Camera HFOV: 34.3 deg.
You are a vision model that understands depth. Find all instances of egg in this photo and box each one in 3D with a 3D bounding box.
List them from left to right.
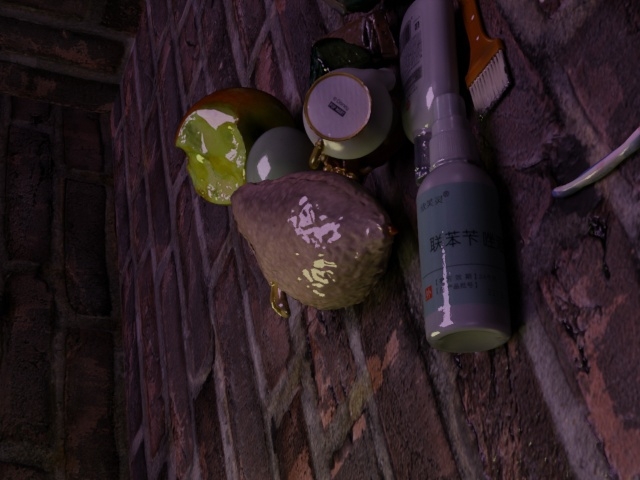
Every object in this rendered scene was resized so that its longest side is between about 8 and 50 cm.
[{"bbox_3d":[-0.064,-0.117,1.939,0.149,0.149,0.192,169,93,-66],"label":"egg"}]

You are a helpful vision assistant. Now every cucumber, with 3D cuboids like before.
[{"bbox_3d":[0.019,-0.271,1.712,0.086,0.115,0.193,42,156,16],"label":"cucumber"}]

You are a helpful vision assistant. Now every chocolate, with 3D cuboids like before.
[{"bbox_3d":[0.049,-0.337,1.838,0.329,0.065,0.102,-177,73,-70],"label":"chocolate"}]

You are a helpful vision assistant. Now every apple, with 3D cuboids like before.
[{"bbox_3d":[-0.165,-0.190,2.094,0.226,0.246,0.246,3,84,60],"label":"apple"}]

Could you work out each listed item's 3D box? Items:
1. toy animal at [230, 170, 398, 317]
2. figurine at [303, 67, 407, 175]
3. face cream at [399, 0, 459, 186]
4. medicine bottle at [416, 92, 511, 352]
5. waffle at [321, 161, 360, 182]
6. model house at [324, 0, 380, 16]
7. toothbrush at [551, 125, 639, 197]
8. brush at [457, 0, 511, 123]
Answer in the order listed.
[{"bbox_3d":[0.004,0.001,1.682,0.358,0.188,0.226,7,120,55],"label":"toy animal"},{"bbox_3d":[0.054,-0.183,1.603,0.189,0.142,0.263,-48,-12,7],"label":"figurine"},{"bbox_3d":[0.162,-0.218,1.536,0.144,0.071,0.291,122,151,-63],"label":"face cream"},{"bbox_3d":[0.182,-0.033,1.369,0.110,0.110,0.352,137,137,-56],"label":"medicine bottle"},{"bbox_3d":[0.051,-0.180,1.836,0.191,0.038,0.191,-170,90,-68],"label":"waffle"},{"bbox_3d":[0.074,-0.537,1.720,0.298,0.243,0.284,-50,1,7],"label":"model house"},{"bbox_3d":[0.337,-0.104,1.141,0.269,0.021,0.027,136,143,-56],"label":"toothbrush"},{"bbox_3d":[0.223,-0.312,1.509,0.090,0.017,0.314,-53,35,44],"label":"brush"}]
